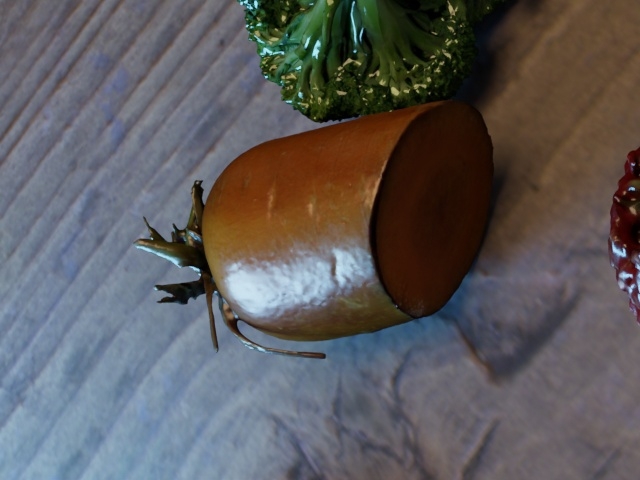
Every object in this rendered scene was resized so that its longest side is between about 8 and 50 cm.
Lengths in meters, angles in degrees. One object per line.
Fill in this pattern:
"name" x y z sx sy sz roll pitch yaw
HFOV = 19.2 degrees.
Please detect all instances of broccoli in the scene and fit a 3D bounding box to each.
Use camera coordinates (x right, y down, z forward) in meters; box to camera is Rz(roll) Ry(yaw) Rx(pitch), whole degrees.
"broccoli" 0.046 -0.240 1.799 0.261 0.241 0.269 -37 76 0

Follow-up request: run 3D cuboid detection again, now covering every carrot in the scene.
"carrot" 0.000 0.000 1.742 0.331 0.193 0.214 -7 89 36

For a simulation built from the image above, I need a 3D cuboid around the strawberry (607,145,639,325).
"strawberry" 0.347 0.026 1.404 0.261 0.258 0.261 -27 34 20
